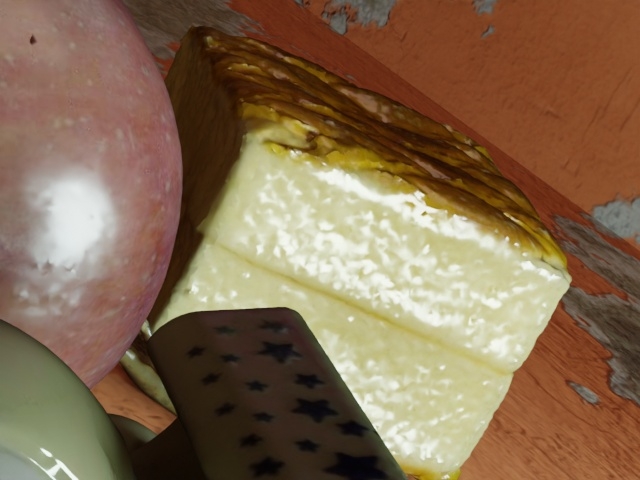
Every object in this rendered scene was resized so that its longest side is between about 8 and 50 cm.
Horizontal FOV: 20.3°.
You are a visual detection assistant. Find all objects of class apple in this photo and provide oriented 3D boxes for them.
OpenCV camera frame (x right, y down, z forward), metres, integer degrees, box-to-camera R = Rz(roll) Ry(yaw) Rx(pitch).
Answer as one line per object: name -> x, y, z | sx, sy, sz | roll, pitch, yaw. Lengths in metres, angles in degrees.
apple -> -0.218, -0.044, 0.932 | 0.235, 0.305, 0.306 | -3, 31, -32

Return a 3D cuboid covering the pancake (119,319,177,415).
pancake -> -0.089, 0.075, 1.086 | 0.190, 0.020, 0.184 | 39, -21, 0

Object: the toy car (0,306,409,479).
toy car -> -0.162, 0.105, 0.638 | 0.336, 0.226, 0.242 | 22, 17, -28

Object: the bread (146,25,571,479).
bread -> 0.000, 0.000, 1.301 | 0.279, 0.207, 0.279 | 25, 15, -17
